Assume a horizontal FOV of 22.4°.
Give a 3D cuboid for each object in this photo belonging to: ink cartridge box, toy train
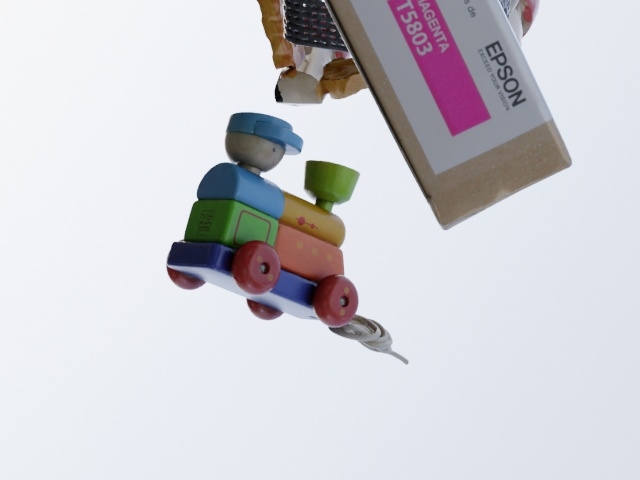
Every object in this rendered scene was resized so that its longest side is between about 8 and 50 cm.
[{"bbox_3d":[0.056,-0.145,0.960,0.088,0.234,0.193,-25,-166,8],"label":"ink cartridge box"},{"bbox_3d":[0.000,0.000,1.323,0.105,0.248,0.143,3,-106,49],"label":"toy train"}]

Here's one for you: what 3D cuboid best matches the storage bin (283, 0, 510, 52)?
[{"bbox_3d":[0.066,-0.219,1.390,0.122,0.180,0.084,-53,147,-53],"label":"storage bin"}]

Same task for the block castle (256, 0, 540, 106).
[{"bbox_3d":[0.047,-0.381,1.675,0.303,0.453,0.213,-10,-152,15],"label":"block castle"}]
